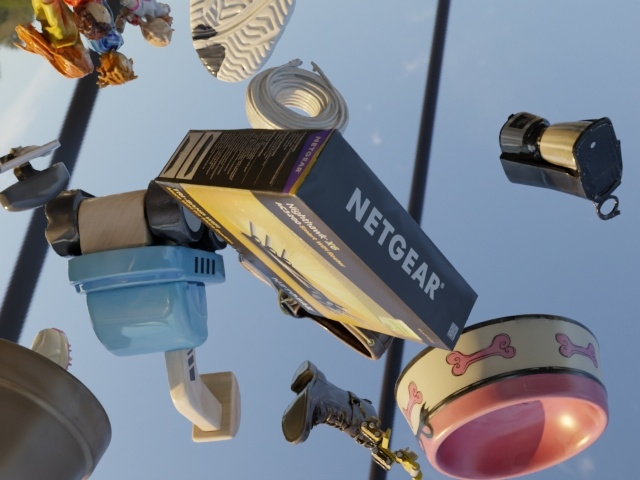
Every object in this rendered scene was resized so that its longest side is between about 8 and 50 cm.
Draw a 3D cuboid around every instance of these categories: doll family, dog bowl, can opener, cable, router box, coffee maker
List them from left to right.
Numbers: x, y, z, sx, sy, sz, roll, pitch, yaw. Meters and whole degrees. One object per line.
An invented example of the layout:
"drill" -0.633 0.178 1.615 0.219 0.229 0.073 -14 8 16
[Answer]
"can opener" -0.435 -0.051 0.867 0.076 0.095 0.283 -15 -160 38
"doll family" -0.260 -0.253 0.757 0.118 0.163 0.263 -21 -171 14
"cable" -0.058 -0.316 1.645 0.257 0.089 0.257 -21 -117 -35
"router box" 0.000 0.000 0.775 0.243 0.309 0.081 8 -117 47
"dog bowl" 0.356 0.319 1.308 0.408 0.408 0.150 -27 -134 19
"coffee maker" 0.399 -0.127 1.152 0.120 0.171 0.178 -15 -160 -26

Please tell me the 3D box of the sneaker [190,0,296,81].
"sneaker" -0.055 -0.269 0.646 0.094 0.235 0.153 7 -166 5

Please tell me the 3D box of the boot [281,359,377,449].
"boot" 0.038 0.393 1.510 0.091 0.229 0.263 -47 -167 25

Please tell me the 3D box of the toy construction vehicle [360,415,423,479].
"toy construction vehicle" 0.103 0.291 0.954 0.098 0.086 0.035 33 -121 27

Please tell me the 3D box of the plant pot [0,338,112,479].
"plant pot" -0.520 0.345 1.007 0.323 0.323 0.280 -20 -150 29

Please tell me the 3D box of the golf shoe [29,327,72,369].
"golf shoe" -0.509 0.259 1.136 0.115 0.140 0.306 -38 -146 30

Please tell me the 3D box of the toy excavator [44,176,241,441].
"toy excavator" -0.259 0.144 1.169 0.222 0.433 0.445 -7 -97 9

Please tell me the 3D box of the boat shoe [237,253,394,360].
"boat shoe" -0.016 0.094 1.193 0.324 0.117 0.097 29 -119 12
